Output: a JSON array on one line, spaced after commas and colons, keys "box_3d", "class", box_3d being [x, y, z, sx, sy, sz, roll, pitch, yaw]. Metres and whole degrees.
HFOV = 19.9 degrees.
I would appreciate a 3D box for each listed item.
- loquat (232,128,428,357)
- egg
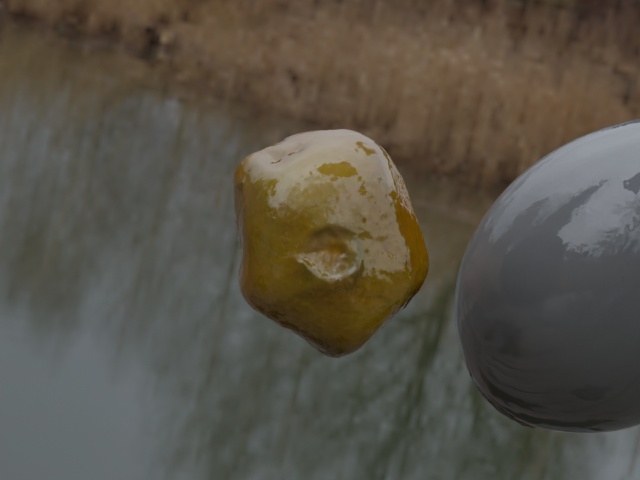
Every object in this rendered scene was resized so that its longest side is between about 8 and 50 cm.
[{"box_3d": [0.000, 0.000, 1.050, 0.113, 0.137, 0.137, -28, 18, -9], "class": "loquat"}, {"box_3d": [0.190, 0.019, 1.130, 0.176, 0.232, 0.176, 34, 36, -28], "class": "egg"}]
